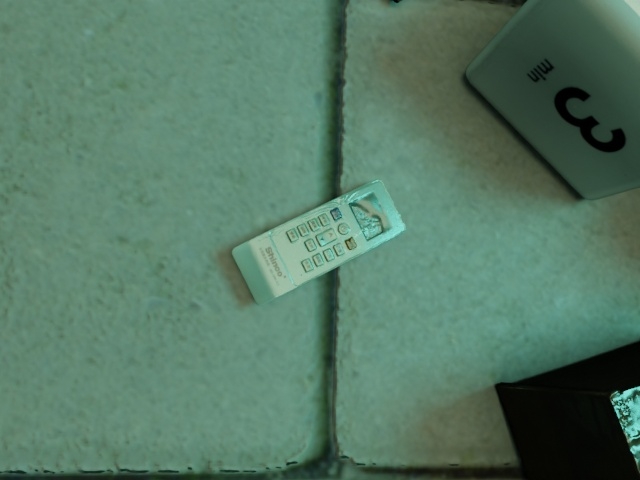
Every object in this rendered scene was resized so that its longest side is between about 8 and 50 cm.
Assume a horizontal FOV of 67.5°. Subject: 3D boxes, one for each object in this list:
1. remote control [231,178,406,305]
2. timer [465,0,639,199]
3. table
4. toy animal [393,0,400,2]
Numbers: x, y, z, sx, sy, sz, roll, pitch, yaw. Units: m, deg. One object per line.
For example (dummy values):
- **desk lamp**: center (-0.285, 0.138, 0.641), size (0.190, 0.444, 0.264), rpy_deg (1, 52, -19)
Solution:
- **remote control**: center (0.000, 0.000, 0.458), size (0.162, 0.029, 0.061), rpy_deg (-26, 90, -14)
- **timer**: center (0.288, -0.180, 0.431), size (0.195, 0.192, 0.194), rpy_deg (44, 80, -1)
- **table**: center (0.296, 0.179, 0.401), size (0.193, 0.172, 0.169), rpy_deg (-15, 78, -10)
- **toy animal**: center (0.089, -0.319, 0.484), size (0.070, 0.085, 0.124), rpy_deg (27, 75, 14)
